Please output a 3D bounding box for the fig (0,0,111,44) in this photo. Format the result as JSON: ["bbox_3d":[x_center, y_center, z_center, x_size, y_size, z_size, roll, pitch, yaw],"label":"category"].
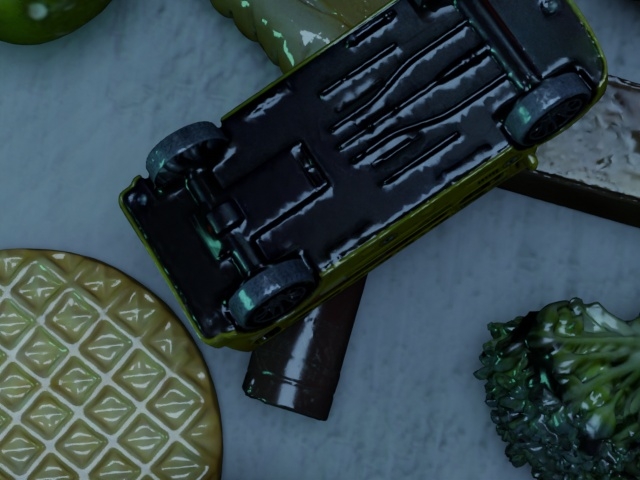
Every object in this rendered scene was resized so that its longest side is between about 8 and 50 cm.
[{"bbox_3d":[-0.247,-0.309,1.138,0.233,0.233,0.314,-18,56,-4],"label":"fig"}]

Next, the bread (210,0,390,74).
[{"bbox_3d":[-0.003,-0.190,1.159,0.134,0.081,0.225,-41,74,-10],"label":"bread"}]

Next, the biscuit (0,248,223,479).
[{"bbox_3d":[-0.221,0.107,1.147,0.309,0.040,0.204,8,82,-1],"label":"biscuit"}]

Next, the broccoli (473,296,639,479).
[{"bbox_3d":[0.273,0.092,1.133,0.304,0.145,0.164,-19,74,-15],"label":"broccoli"}]

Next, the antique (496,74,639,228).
[{"bbox_3d":[0.248,-0.063,1.161,0.310,0.087,0.093,16,81,1],"label":"antique"}]

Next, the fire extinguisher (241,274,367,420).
[{"bbox_3d":[0.000,0.000,1.157,0.089,0.072,0.267,10,81,38],"label":"fire extinguisher"}]

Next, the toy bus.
[{"bbox_3d":[0.036,-0.063,1.045,0.331,0.151,0.145,-34,72,3],"label":"toy bus"}]
